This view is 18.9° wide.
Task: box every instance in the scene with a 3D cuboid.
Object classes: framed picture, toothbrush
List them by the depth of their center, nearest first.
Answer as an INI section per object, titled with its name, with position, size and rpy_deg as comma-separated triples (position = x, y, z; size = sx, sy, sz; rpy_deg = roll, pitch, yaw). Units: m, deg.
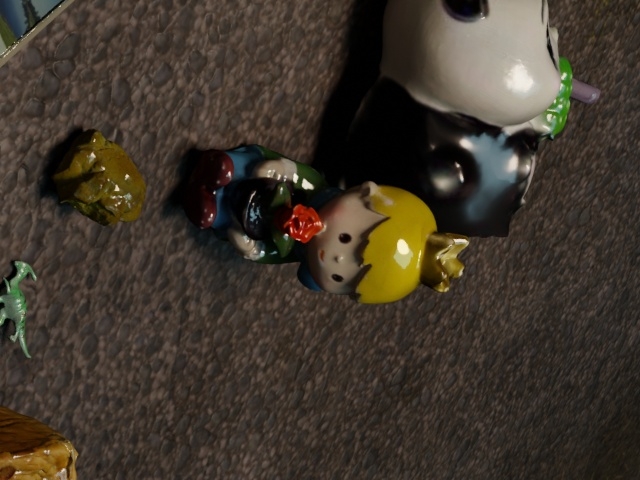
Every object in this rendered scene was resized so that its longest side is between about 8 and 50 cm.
[framed picture]
position = -0.234, -0.215, 1.456
size = 0.109, 0.011, 0.149
rpy_deg = -47, 145, -25
[toothbrush]
position = 0.240, -0.187, 2.160
size = 0.024, 0.029, 0.354
rpy_deg = -56, 151, 14

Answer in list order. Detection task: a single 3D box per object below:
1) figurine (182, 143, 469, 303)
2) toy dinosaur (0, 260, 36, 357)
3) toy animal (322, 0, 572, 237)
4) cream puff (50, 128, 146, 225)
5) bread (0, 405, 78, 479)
[figurine]
position = 0.005, -0.013, 1.746
size = 0.127, 0.234, 0.185
rpy_deg = -61, 149, 4
[toy dinosaur]
position = -0.254, 0.055, 1.620
size = 0.062, 0.021, 0.083
rpy_deg = -64, 150, -23
[toy animal]
position = 0.143, -0.144, 1.883
size = 0.213, 0.212, 0.266
rpy_deg = -7, 125, -54
[cream puff]
position = -0.187, -0.049, 1.612
size = 0.058, 0.083, 0.083
rpy_deg = -27, 177, 28
[bread]
position = -0.294, 0.216, 1.566
size = 0.158, 0.143, 0.149
rpy_deg = -5, 110, -55
